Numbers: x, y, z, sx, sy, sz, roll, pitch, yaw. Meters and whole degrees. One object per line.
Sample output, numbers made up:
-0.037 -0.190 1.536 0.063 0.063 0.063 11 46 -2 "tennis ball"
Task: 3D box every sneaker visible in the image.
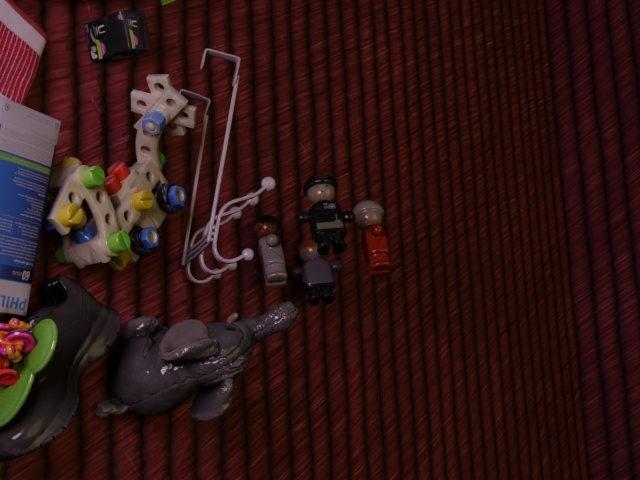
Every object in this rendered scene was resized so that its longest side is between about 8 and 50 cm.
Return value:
-0.373 0.163 1.481 0.130 0.109 0.286 51 33 -26 "sneaker"

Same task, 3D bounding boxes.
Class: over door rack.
-0.150 -0.108 1.741 0.108 0.239 0.324 0 80 -18 "over door rack"

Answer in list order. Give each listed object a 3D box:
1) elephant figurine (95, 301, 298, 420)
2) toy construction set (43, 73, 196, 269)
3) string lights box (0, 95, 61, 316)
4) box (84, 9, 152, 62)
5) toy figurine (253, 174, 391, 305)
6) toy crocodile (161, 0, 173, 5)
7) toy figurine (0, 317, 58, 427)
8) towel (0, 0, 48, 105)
-0.175 0.172 1.629 0.169 0.240 0.185 28 59 -50 "elephant figurine"
-0.295 -0.087 1.623 0.327 0.151 0.215 -53 125 -35 "toy construction set"
-0.412 -0.042 1.405 0.133 0.077 0.259 23 76 -67 "string lights box"
-0.308 -0.309 1.706 0.052 0.083 0.062 -12 92 -57 "box"
0.000 0.000 1.972 0.213 0.210 0.148 22 47 -45 "toy figurine"
-0.336 -0.399 1.660 0.341 0.115 0.105 -19 98 -57 "toy crocodile"
-0.431 0.134 1.352 0.159 0.173 0.130 27 35 -37 "toy figurine"
-0.461 -0.181 1.398 0.237 0.037 0.328 49 53 -56 "towel"
